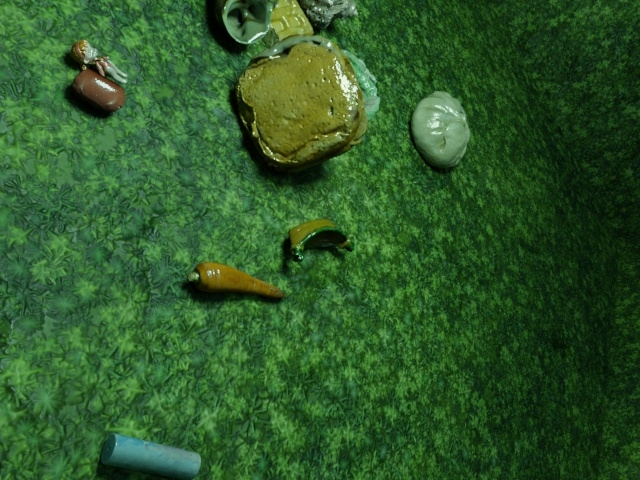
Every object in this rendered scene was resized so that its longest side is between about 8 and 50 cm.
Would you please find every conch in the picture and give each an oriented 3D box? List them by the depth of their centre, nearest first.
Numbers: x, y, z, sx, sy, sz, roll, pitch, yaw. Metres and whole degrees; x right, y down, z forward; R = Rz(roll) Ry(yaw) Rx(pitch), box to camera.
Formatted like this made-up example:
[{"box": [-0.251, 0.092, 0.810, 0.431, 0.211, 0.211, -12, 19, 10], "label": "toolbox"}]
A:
[{"box": [-0.172, -0.577, 1.265, 0.181, 0.124, 0.188, -23, 114, -12], "label": "conch"}, {"box": [-0.003, -0.690, 1.478, 0.245, 0.178, 0.163, 24, 66, -11], "label": "conch"}]

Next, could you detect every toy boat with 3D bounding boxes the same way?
[{"box": [0.000, 0.000, 1.258, 0.229, 0.089, 0.088, -11, 69, -51], "label": "toy boat"}]

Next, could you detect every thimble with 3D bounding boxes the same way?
[{"box": [0.050, -0.392, 1.419, 0.218, 0.150, 0.219, 18, 62, -39], "label": "thimble"}]

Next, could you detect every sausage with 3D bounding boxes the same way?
[{"box": [-0.409, -0.273, 0.972, 0.094, 0.059, 0.054, 27, 78, -37], "label": "sausage"}]

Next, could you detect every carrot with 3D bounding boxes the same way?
[{"box": [-0.160, 0.088, 1.086, 0.256, 0.061, 0.061, 16, 64, -44], "label": "carrot"}]

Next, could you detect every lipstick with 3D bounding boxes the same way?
[{"box": [-0.275, 0.358, 0.867, 0.157, 0.048, 0.048, 30, 55, -34], "label": "lipstick"}]

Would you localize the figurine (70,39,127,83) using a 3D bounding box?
[{"box": [-0.418, -0.332, 0.996, 0.109, 0.047, 0.064, 30, 42, -45], "label": "figurine"}]

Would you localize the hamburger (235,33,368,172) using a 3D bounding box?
[{"box": [-0.045, -0.321, 1.235, 0.158, 0.318, 0.319, -25, 93, -84], "label": "hamburger"}]

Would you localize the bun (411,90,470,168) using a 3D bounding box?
[{"box": [0.417, -0.385, 1.787, 0.259, 0.160, 0.260, 16, 66, -39], "label": "bun"}]

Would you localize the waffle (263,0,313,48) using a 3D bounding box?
[{"box": [-0.138, -0.645, 1.397, 0.274, 0.057, 0.168, 59, 43, -11], "label": "waffle"}]
